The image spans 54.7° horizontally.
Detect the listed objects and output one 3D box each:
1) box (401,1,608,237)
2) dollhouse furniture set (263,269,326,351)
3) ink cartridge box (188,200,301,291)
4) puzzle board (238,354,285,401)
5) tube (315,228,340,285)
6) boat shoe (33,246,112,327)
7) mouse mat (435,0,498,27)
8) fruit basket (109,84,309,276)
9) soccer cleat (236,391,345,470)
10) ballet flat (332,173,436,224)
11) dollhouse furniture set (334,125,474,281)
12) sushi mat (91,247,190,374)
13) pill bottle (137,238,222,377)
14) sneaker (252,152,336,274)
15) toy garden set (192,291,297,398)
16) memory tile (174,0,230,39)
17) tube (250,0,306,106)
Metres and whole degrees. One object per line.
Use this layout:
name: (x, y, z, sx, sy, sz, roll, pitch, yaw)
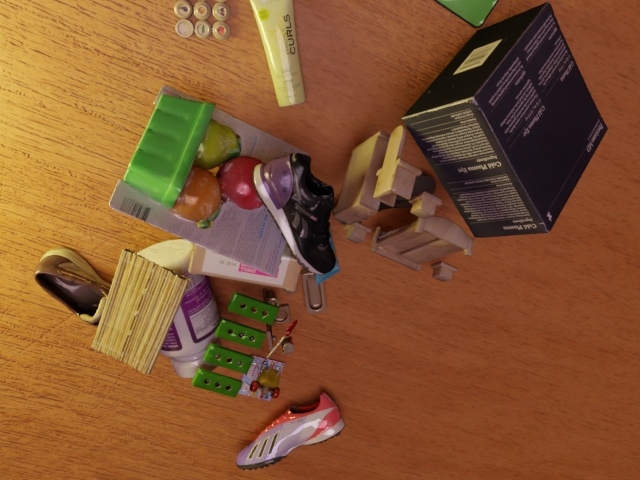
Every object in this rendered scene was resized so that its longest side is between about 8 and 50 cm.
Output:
box: (0.380, -0.232, 1.238, 0.343, 0.179, 0.312, -50, 115, -29)
dollhouse furniture set: (-0.060, 0.164, 1.490, 0.151, 0.123, 0.143, -8, 115, -2)
ink cartridge box: (-0.160, 0.007, 1.369, 0.235, 0.193, 0.088, 11, 119, -11)
puzzle board: (-0.158, 0.365, 1.632, 0.097, 0.011, 0.128, 16, 111, -13)
tube: (0.000, 0.000, 1.463, 0.080, 0.052, 0.206, -27, 119, -29)
boat shoe: (-0.515, 0.158, 1.440, 0.123, 0.123, 0.342, -39, 112, 11)
mouse mat: (0.323, -0.557, 1.274, 0.153, 0.007, 0.189, 27, 110, -17)
fruit basket: (-0.214, -0.124, 1.278, 0.353, 0.326, 0.165, 27, 148, -23)
soccer cleat: (-0.095, 0.515, 1.667, 0.319, 0.108, 0.116, -25, 94, 7)
ballet flat: (0.145, -0.101, 1.438, 0.250, 0.058, 0.084, -20, 115, -2)
dollhouse furniture set: (0.231, -0.072, 1.316, 0.356, 0.303, 0.173, 24, 68, -21)
sushi mat: (-0.397, 0.162, 1.347, 0.152, 0.019, 0.316, 29, 122, -1)
pill bottle: (-0.325, 0.163, 1.438, 0.170, 0.169, 0.301, -13, 114, 0)
sneaker: (-0.016, -0.047, 1.244, 0.124, 0.107, 0.283, -19, 124, 21)
toy garden set: (-0.155, 0.249, 1.423, 0.204, 0.049, 0.244, 22, 104, -21)
memory tile: (-0.237, -0.483, 1.245, 0.113, 0.012, 0.147, 2, 114, -7)
tube: (-0.083, -0.400, 1.275, 0.070, 0.062, 0.240, -27, 116, -39)
